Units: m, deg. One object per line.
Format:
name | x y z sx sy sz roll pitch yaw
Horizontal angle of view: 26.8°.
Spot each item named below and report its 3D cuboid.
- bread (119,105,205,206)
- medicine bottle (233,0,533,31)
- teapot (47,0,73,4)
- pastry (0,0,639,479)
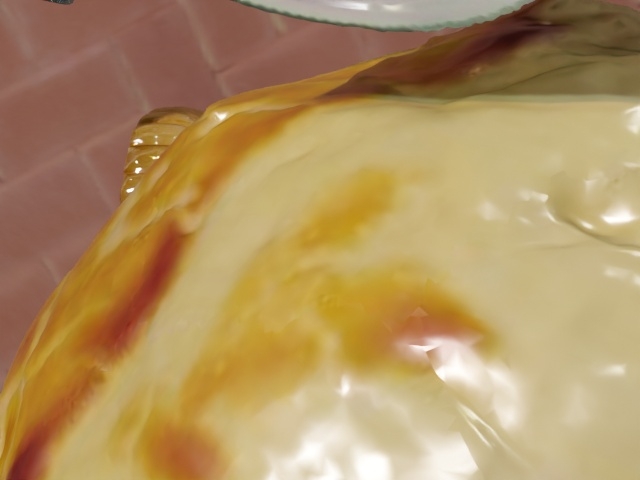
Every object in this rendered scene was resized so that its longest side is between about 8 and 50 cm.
bread | -0.133 -0.021 1.315 0.070 0.236 0.236 0 95 10
medicine bottle | 0.020 -0.182 0.347 0.139 0.139 0.225 15 77 -21
teapot | -0.286 -0.301 1.300 0.177 0.087 0.096 11 48 -18
pastry | 0.052 0.087 0.503 0.313 0.388 0.388 34 81 12
